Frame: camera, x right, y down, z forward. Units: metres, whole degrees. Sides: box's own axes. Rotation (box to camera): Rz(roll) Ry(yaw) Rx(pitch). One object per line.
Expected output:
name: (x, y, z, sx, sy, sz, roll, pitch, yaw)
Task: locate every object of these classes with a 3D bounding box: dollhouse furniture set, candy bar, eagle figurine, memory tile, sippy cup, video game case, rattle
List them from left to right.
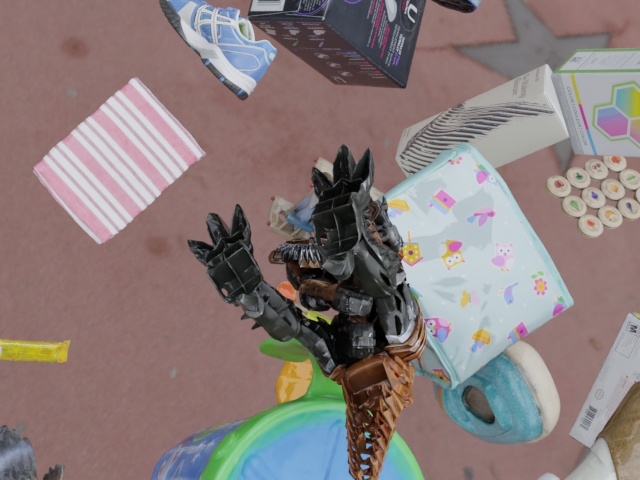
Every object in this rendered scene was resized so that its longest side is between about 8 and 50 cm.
candy bar: (-0.443, 0.156, 1.529, 0.161, 0.040, 0.018, 7, 31, -24)
eagle figurine: (-0.418, 0.456, 1.598, 0.298, 0.226, 0.225, 40, 27, 28)
sippy cup: (-0.053, 0.261, 0.985, 0.305, 0.224, 0.240, -45, 107, -27)
rattle: (-0.031, 0.146, 1.467, 0.130, 0.199, 0.143, 4, 98, -29)
dollhouse furniture set: (0.000, 0.000, 1.565, 0.129, 0.129, 0.184, 29, 46, -23)
memory tile: (0.403, -0.068, 1.512, 0.148, 0.012, 0.113, -23, 66, -24)
video game case: (0.530, 0.260, 1.659, 0.210, 0.232, 0.042, 30, 17, 30)

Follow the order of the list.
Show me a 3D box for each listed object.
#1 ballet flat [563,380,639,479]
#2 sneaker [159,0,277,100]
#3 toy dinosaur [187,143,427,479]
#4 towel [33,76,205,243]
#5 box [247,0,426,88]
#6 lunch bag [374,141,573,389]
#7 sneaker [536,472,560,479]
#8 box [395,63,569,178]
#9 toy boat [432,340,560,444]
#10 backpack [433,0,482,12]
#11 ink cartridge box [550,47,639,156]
ballet flat: (0.337, 0.336, 1.217, 0.124, 0.116, 0.342, -3, 96, -1)
sneaker: (-0.136, -0.274, 1.394, 0.211, 0.081, 0.080, 48, 5, 24)
toy dinosaur: (0.031, 0.049, 0.875, 0.218, 0.164, 0.322, 50, 2, -36)
towel: (-0.274, -0.107, 1.441, 0.144, 0.197, 0.029, 49, 3, -6)
box: (0.032, -0.359, 1.630, 0.270, 0.143, 0.165, 27, 75, -56)
lunch bag: (0.171, 0.029, 1.418, 0.223, 0.160, 0.262, -33, 101, -15)
sneaker: (0.349, 0.460, 1.525, 0.256, 0.151, 0.094, -60, 143, -36)
box: (0.265, -0.175, 1.731, 0.094, 0.275, 0.113, 54, 28, -23)
toy boat: (0.219, 0.183, 1.644, 0.148, 0.267, 0.318, -28, 92, -24)
backpack: (0.113, -0.267, 0.975, 0.114, 0.084, 0.105, 34, 8, -5)
ink cartridge box: (0.367, -0.151, 1.161, 0.062, 0.209, 0.109, -44, 123, -31)
